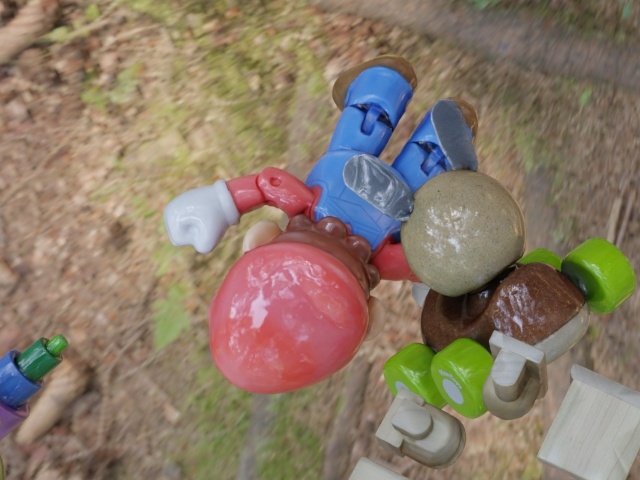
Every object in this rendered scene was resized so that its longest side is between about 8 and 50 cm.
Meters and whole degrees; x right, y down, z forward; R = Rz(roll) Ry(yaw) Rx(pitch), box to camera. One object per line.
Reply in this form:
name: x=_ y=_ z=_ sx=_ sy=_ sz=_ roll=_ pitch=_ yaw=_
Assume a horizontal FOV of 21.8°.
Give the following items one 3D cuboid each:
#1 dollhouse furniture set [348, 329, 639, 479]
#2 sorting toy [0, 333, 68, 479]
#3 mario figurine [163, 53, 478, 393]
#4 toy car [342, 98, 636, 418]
dollhouse furniture set: x=0.105 y=0.147 z=0.986 sx=0.144 sy=0.123 sz=0.151 roll=25 pitch=77 yaw=16
sorting toy: x=-0.262 y=0.137 z=1.279 sx=0.126 sy=0.365 sz=0.127 roll=-40 pitch=95 yaw=10
mario figurine: x=0.000 y=0.000 z=1.336 sx=0.198 sy=0.320 sz=0.170 roll=13 pitch=138 yaw=25
toy car: x=0.096 y=0.004 z=1.156 sx=0.155 sy=0.149 sz=0.188 roll=-35 pitch=98 yaw=-22
